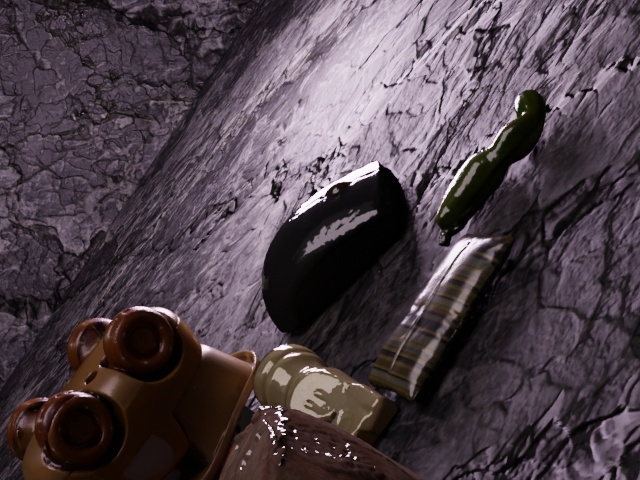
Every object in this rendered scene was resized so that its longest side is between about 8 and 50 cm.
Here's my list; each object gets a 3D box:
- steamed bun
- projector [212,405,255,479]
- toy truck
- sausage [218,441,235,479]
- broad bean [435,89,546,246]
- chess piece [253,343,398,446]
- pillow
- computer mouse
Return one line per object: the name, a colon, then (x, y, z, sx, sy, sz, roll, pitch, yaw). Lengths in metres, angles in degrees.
steamed bun: (0.003, 0.279, 0.901, 0.301, 0.199, 0.252, -129, 59, -79)
projector: (-0.145, 0.288, 1.415, 0.147, 0.061, 0.115, -41, 21, 33)
toy truck: (-0.230, 0.205, 1.350, 0.204, 0.211, 0.288, -19, 35, 59)
sausage: (-0.097, 0.319, 1.227, 0.074, 0.074, 0.274, -34, 28, 46)
broad bean: (0.194, -0.085, 1.276, 0.214, 0.048, 0.070, -54, 19, -2)
chess piece: (0.007, 0.182, 1.231, 0.090, 0.090, 0.200, -57, 30, -8)
pillow: (0.127, 0.076, 1.174, 0.203, 0.038, 0.113, -57, 19, -10)
computer mouse: (0.000, 0.000, 1.514, 0.269, 0.100, 0.170, -46, 23, 23)
